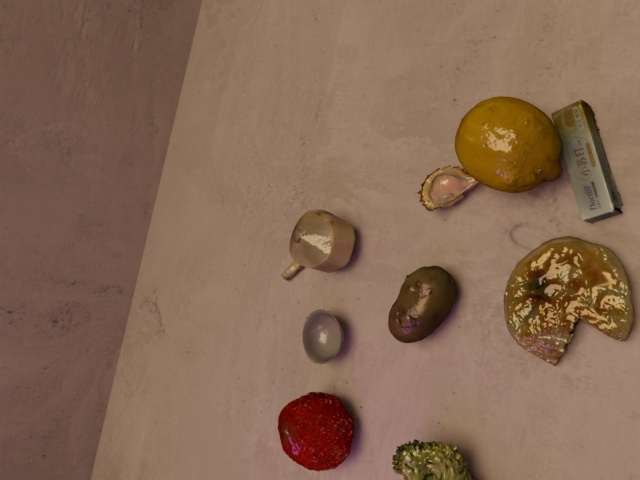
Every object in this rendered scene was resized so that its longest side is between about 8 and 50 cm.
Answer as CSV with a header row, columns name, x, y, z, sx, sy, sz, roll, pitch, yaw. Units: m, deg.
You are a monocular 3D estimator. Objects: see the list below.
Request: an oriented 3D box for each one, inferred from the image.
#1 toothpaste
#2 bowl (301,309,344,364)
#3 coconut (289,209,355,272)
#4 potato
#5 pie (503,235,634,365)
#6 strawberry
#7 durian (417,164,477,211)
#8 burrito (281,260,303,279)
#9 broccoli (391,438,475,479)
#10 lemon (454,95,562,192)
name,x,y,z,sx,sy,sz,roll,pitch,yaw
toothpaste,0.689,-0.204,1.343,0.089,0.071,0.313,-23,67,42
bowl,0.027,0.339,1.833,0.189,0.086,0.189,-8,77,40
coconut,0.002,0.002,1.828,0.241,0.241,0.241,-10,75,41
potato,0.304,0.199,1.561,0.165,0.165,0.262,38,110,40
pie,0.620,0.146,1.332,0.337,0.075,0.337,-10,75,42
strawberry,-0.027,0.627,1.702,0.257,0.277,0.257,-8,76,38
durian,0.413,-0.163,1.588,0.224,0.078,0.140,-18,57,28
burrito,-0.086,0.095,2.016,0.185,0.041,0.045,-41,74,27
broccoli,0.298,0.677,1.329,0.275,0.397,0.353,-40,49,0
lemon,0.505,-0.254,1.399,0.320,0.245,0.245,44,112,35
